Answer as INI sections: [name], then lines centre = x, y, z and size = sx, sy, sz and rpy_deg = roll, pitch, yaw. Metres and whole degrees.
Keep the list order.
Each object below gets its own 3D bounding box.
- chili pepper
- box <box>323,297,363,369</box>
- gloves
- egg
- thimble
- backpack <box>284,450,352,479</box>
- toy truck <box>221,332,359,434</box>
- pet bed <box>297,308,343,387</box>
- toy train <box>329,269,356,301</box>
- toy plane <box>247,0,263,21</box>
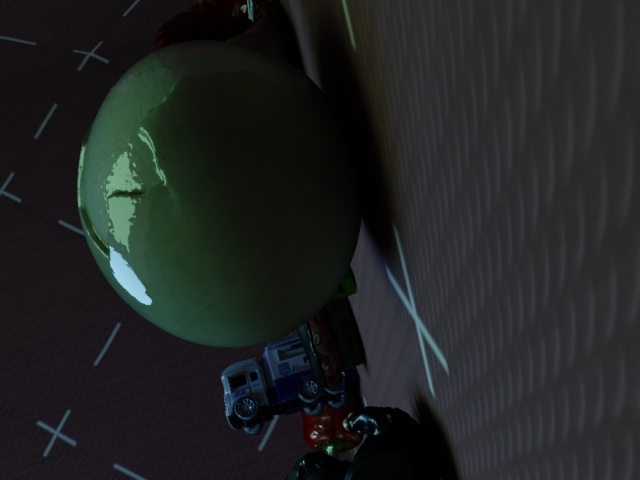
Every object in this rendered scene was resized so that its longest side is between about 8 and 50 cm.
[chili pepper]
centre = 0.026, 0.381, 1.869
size = 0.131, 0.135, 0.338
rpy_deg = 46, -154, -66
[box]
centre = 0.007, 0.068, 1.513
size = 0.153, 0.041, 0.278
rpy_deg = -121, 14, -70
[gloves]
centre = 0.076, 0.248, 1.001
size = 0.203, 0.124, 0.164
rpy_deg = -43, -32, -68
[egg]
centre = -0.098, -0.053, 0.868
size = 0.336, 0.278, 0.278
rpy_deg = 85, 167, -53
[thimble]
centre = -0.116, -0.224, 1.117
size = 0.189, 0.163, 0.125
rpy_deg = -104, -3, -54
[backpack]
centre = 0.070, 0.519, 1.288
size = 0.363, 0.255, 0.445
rpy_deg = 155, 100, -79
[toy truck]
centre = -0.066, 0.275, 1.769
size = 0.124, 0.268, 0.155
rpy_deg = 82, 171, -61
[pet bed]
centre = -0.010, 0.157, 1.506
size = 0.201, 0.054, 0.201
rpy_deg = 162, 90, -86
[toy train]
centre = 0.000, 0.000, 1.323
size = 0.042, 0.044, 0.209
rpy_deg = 76, 173, -45
[toy plane]
centre = -0.072, -0.315, 0.885
size = 0.234, 0.082, 0.160
rpy_deg = 128, 136, -67
